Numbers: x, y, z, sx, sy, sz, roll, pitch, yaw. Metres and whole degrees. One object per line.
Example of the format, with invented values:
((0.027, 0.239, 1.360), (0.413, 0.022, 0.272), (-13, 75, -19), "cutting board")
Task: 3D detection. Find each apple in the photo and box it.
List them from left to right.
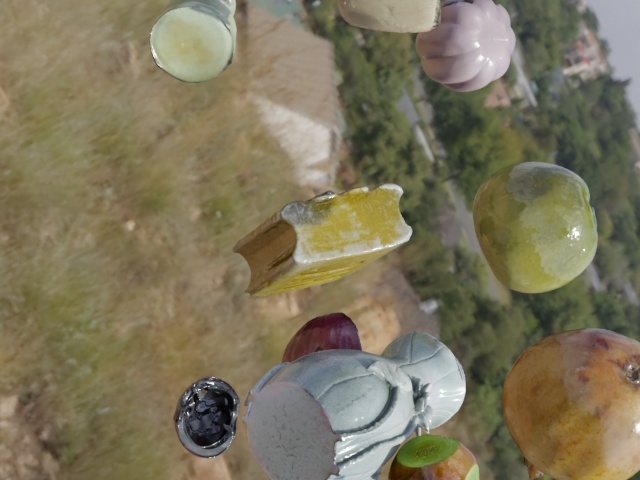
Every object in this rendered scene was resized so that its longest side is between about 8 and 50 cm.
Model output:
((0.188, 0.396, 1.755), (0.147, 0.146, 0.163), (-53, 140, -36), "apple")
((0.472, -0.032, 2.298), (0.292, 0.254, 0.292), (-13, 90, -71), "apple")

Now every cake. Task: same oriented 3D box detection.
((0.091, -0.467, 1.682), (0.158, 0.159, 0.262), (72, 8, -68), "cake")

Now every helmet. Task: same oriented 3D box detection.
((-0.177, 0.267, 1.572), (0.098, 0.070, 0.123), (24, 67, -19), "helmet")

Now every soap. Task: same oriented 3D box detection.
((0.000, 0.000, 2.271), (0.335, 0.293, 0.156), (-35, -113, 62), "soap")

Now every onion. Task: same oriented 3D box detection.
((-0.008, 0.272, 2.122), (0.111, 0.247, 0.250), (3, 78, -27), "onion")

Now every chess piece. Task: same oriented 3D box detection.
((-0.259, -0.501, 2.296), (0.182, 0.182, 0.330), (55, 23, -31), "chess piece")

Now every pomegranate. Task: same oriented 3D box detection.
((0.335, 0.207, 1.320), (0.207, 0.207, 0.207), (54, 21, -33), "pomegranate")

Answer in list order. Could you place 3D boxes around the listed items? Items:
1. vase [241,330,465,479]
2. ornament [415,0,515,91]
((0.075, 0.285, 1.825), (0.445, 0.250, 0.250), (-11, 77, -54), "vase")
((0.258, -0.360, 1.907), (0.177, 0.177, 0.177), (54, 21, -33), "ornament")
